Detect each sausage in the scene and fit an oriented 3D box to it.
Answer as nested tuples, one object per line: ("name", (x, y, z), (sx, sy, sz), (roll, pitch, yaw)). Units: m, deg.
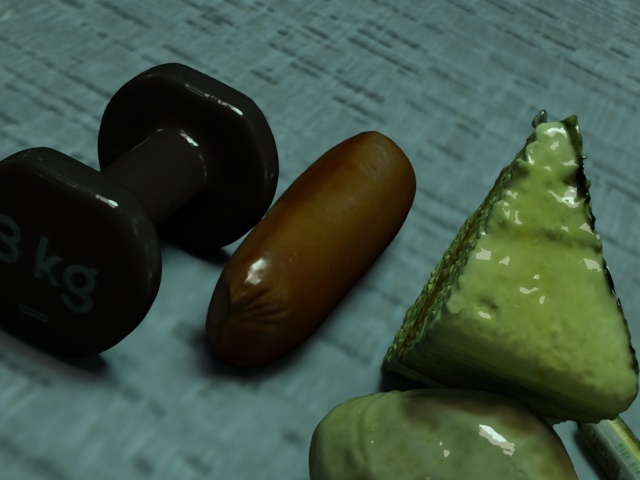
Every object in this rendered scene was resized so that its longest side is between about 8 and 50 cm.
("sausage", (0.232, 0.190, 1.099), (0.032, 0.033, 0.269), (2, 34, -29))
("sausage", (0.000, 0.000, 1.216), (0.083, 0.089, 0.300), (34, 32, 3))

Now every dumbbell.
("dumbbell", (-0.129, -0.025, 1.144), (0.140, 0.124, 0.225), (27, 30, 11))

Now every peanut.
("peanut", (0.118, 0.165, 0.982), (0.274, 0.125, 0.111), (31, 8, 19))

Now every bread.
("bread", (0.114, 0.046, 1.071), (0.141, 0.266, 0.178), (-28, 81, -7))
